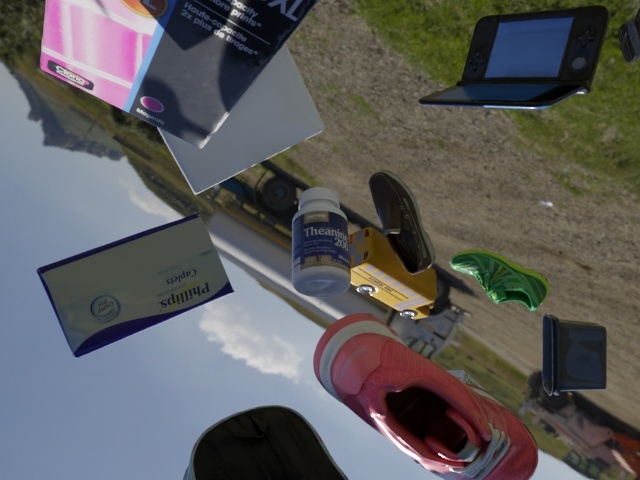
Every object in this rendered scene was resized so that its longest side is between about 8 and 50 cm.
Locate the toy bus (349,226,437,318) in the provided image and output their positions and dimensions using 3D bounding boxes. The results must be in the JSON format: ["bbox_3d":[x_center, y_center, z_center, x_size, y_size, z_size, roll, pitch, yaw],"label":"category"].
[{"bbox_3d":[0.191,0.093,1.397,0.130,0.108,0.333,-25,137,38],"label":"toy bus"}]

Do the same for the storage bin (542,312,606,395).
[{"bbox_3d":[0.439,0.197,0.937,0.091,0.135,0.098,1,180,12],"label":"storage bin"}]

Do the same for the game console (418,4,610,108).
[{"bbox_3d":[0.382,-0.369,1.095,0.173,0.250,0.293,11,-175,-45],"label":"game console"}]

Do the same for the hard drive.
[{"bbox_3d":[-0.172,-0.279,0.821,0.353,0.233,0.047,63,179,-15],"label":"hard drive"}]

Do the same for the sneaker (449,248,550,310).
[{"bbox_3d":[0.522,0.115,1.600,0.296,0.123,0.109,22,159,17],"label":"sneaker"}]

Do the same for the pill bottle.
[{"bbox_3d":[0.000,0.000,0.630,0.067,0.067,0.120,35,-137,-46],"label":"pill bottle"}]

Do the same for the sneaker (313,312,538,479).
[{"bbox_3d":[0.129,0.200,0.553,0.314,0.116,0.136,35,179,-22],"label":"sneaker"}]

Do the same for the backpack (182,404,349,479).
[{"bbox_3d":[-0.077,0.379,0.779,0.225,0.191,0.253,-13,-126,-34],"label":"backpack"}]

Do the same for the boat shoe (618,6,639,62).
[{"bbox_3d":[0.411,-0.254,0.638,0.178,0.060,0.064,-42,-65,-74],"label":"boat shoe"}]

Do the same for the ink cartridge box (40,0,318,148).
[{"bbox_3d":[-0.108,-0.201,0.419,0.176,0.069,0.371,26,153,-21],"label":"ink cartridge box"}]

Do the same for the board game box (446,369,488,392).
[{"bbox_3d":[0.263,0.348,1.142,0.193,0.053,0.305,-11,145,31],"label":"board game box"}]

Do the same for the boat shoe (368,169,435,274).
[{"bbox_3d":[0.181,-0.040,1.244,0.095,0.095,0.257,-33,-86,-50],"label":"boat shoe"}]

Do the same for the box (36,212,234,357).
[{"bbox_3d":[-0.158,0.035,0.460,0.137,0.126,0.072,-9,103,66],"label":"box"}]
